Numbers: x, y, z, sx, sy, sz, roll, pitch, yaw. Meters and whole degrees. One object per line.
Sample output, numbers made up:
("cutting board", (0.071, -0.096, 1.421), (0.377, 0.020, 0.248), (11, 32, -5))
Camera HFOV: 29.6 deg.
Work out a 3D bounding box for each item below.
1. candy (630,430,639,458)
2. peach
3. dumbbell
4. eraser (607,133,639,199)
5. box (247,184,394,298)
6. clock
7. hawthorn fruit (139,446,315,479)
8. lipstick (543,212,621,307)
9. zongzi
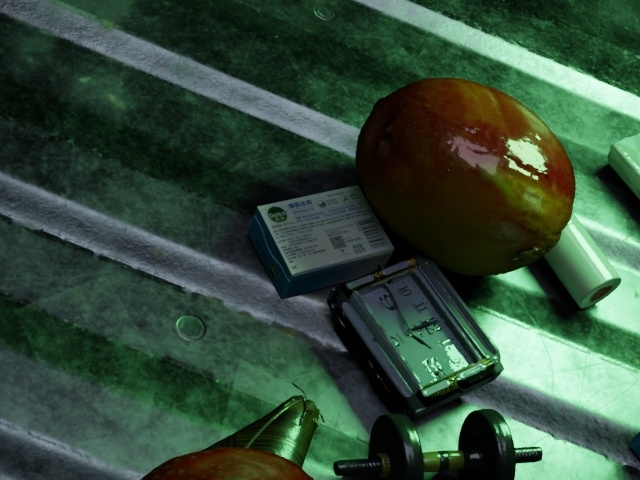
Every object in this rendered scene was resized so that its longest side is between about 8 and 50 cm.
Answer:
("candy", (0.646, 0.385, 1.884), (0.157, 0.100, 0.306), (-22, 65, -33))
("peach", (0.228, -0.109, 1.977), (0.372, 0.290, 0.373), (20, 40, -18))
("dumbbell", (0.172, 0.316, 1.733), (0.325, 0.143, 0.143), (0, 54, -20))
("eraser", (0.718, -0.044, 2.248), (0.213, 0.082, 0.397), (-21, 64, -31))
("box", (0.000, 0.000, 1.958), (0.194, 0.073, 0.139), (-13, 60, -28))
("clock", (0.144, 0.147, 1.892), (0.186, 0.083, 0.253), (-19, 63, -32))
("hawthorn fruit", (-0.087, 0.392, 1.523), (0.330, 0.287, 0.287), (-11, 57, -44))
("lipstick", (0.397, -0.036, 2.122), (0.087, 0.087, 0.327), (-16, 60, -29))
("zongzi", (-0.102, 0.278, 1.718), (0.184, 0.084, 0.187), (10, 38, 12))
